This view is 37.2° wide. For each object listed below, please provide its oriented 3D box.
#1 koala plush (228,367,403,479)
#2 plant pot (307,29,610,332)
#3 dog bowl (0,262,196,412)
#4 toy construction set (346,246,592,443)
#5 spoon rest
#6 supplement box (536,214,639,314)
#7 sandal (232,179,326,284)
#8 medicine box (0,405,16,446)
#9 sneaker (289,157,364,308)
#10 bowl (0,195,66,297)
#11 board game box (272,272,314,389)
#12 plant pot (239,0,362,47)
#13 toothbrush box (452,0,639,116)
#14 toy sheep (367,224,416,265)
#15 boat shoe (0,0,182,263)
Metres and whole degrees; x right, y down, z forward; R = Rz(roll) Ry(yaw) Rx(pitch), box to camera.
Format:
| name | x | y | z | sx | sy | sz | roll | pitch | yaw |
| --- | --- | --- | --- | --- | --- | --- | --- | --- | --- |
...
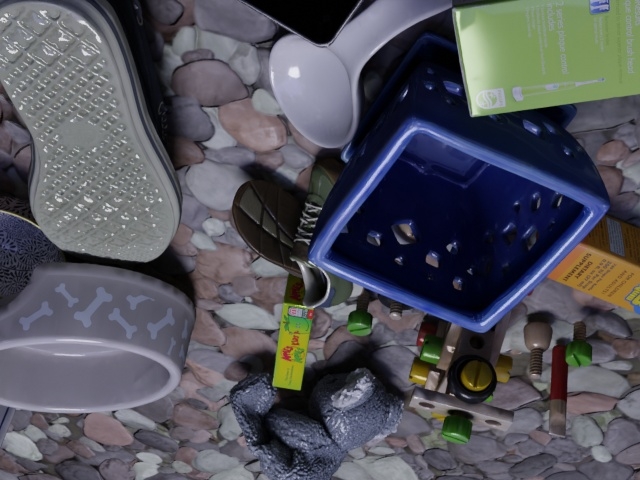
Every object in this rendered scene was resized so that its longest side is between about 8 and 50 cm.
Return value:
| name | x | y | z | sx | sy | sz | roll | pitch | yaw |
| --- | --- | --- | --- | --- | --- | --- | --- | --- | --- |
| koala plush | 0.013 | 0.279 | 1.437 | 0.221 | 0.203 | 0.196 | -30 | 141 | 4 |
| plant pot | 0.145 | -0.075 | 1.045 | 0.235 | 0.212 | 0.236 | 23 | 133 | -14 |
| dog bowl | -0.348 | 0.151 | 1.335 | 0.348 | 0.102 | 0.349 | -3 | 153 | -2 |
| toy construction set | 0.215 | 0.182 | 1.242 | 0.308 | 0.237 | 0.257 | 26 | 143 | -20 |
| spoon rest | 0.025 | -0.188 | 0.997 | 0.137 | 0.084 | 0.276 | 54 | 144 | 0 |
| supplement box | 0.394 | 0.035 | 1.209 | 0.233 | 0.080 | 0.078 | 19 | 135 | -13 |
| sandal | -0.034 | -0.002 | 1.246 | 0.219 | 0.090 | 0.060 | 30 | 168 | -33 |
| medicine box | -0.624 | 0.294 | 1.450 | 0.263 | 0.289 | 0.149 | 23 | 130 | -14 |
| sneaker | 0.000 | 0.000 | 1.185 | 0.064 | 0.086 | 0.192 | 22 | 129 | 50 |
| bowl | -0.414 | -0.005 | 1.280 | 0.170 | 0.080 | 0.170 | 4 | 135 | 4 |
| board game box | -0.034 | 0.117 | 1.336 | 0.043 | 0.092 | 0.181 | 9 | 134 | 1 |
| plant pot | -0.018 | -0.327 | 0.857 | 0.187 | 0.167 | 0.188 | 26 | 132 | -17 |
| toothbrush box | 0.268 | -0.237 | 0.877 | 0.283 | 0.206 | 0.122 | -5 | 132 | 14 |
| toy sheep | 0.088 | 0.009 | 1.223 | 0.091 | 0.091 | 0.132 | 25 | 129 | -15 |
| boat shoe | -0.256 | -0.136 | 1.091 | 0.186 | 0.156 | 0.500 | 1 | 145 | 0 |
